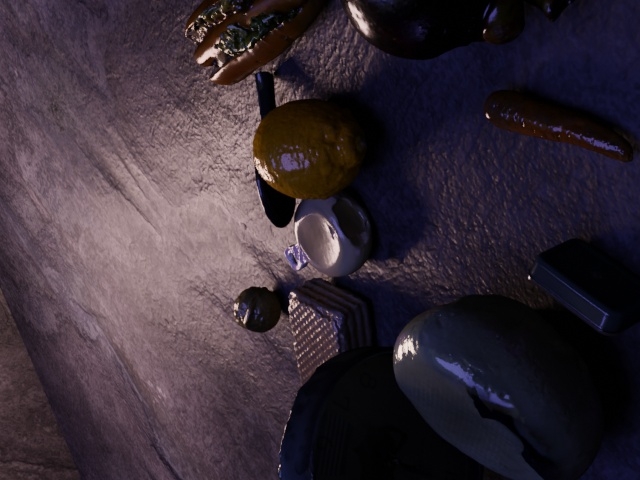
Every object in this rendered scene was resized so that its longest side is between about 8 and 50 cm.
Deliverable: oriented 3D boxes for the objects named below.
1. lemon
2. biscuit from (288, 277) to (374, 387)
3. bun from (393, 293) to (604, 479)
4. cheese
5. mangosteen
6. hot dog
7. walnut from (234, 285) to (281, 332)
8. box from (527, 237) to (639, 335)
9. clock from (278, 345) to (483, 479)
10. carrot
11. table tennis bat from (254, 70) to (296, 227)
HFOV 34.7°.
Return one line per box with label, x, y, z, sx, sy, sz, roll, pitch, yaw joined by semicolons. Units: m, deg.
lemon;-0.011;-0.126;1.423;0.187;0.142;0.142;2;114;41
biscuit;0.038;0.271;1.701;0.144;0.078;0.426;25;133;45
bun;0.231;0.166;1.254;0.283;0.179;0.283;36;161;15
cheese;0.000;0.000;1.574;0.137;0.064;0.227;63;150;4
mangosteen;0.140;-0.280;1.050;0.250;0.211;0.211;18;133;11
hot dog;-0.105;-0.316;1.461;0.337;0.100;0.135;-17;97;59
walnut;-0.112;0.122;1.814;0.092;0.092;0.092;36;139;38
box;0.300;0.048;1.134;0.126;0.091;0.031;41;136;34
clock;0.092;0.304;1.412;0.067;0.325;0.325;-16;99;52
carrot;0.259;-0.125;1.117;0.191;0.047;0.047;25;132;40
table tennis bat;-0.071;-0.136;1.544;0.027;0.150;0.236;-8;88;17
